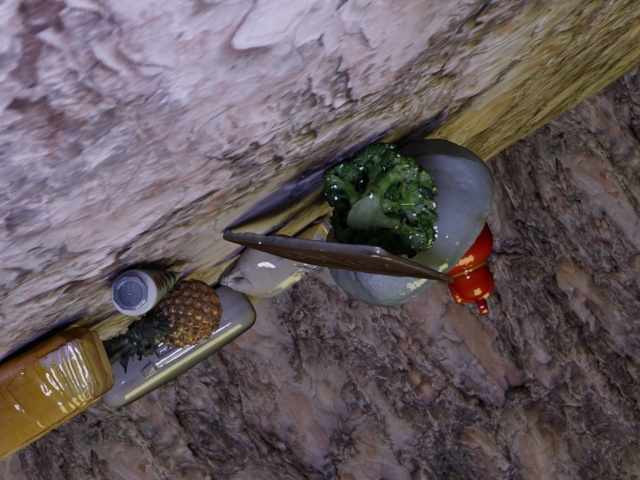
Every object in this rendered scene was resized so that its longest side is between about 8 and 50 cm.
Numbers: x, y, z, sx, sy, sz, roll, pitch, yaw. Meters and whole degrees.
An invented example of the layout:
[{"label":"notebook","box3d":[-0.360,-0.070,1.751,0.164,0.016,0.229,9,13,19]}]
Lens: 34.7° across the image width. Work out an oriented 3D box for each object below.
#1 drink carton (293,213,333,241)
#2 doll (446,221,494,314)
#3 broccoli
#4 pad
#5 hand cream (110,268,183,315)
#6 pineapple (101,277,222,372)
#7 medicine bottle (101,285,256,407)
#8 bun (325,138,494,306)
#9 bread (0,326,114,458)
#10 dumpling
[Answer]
[{"label":"drink carton","box3d":[0.000,0.000,2.195,0.200,0.084,0.074,-36,-175,29]},{"label":"doll","box3d":[0.278,-0.013,2.157,0.160,0.363,0.182,-22,178,12]},{"label":"broccoli","box3d":[0.091,-0.054,1.567,0.195,0.195,0.156,-34,-168,24]},{"label":"pad","box3d":[0.030,0.028,1.571,0.284,0.018,0.286,6,172,30]},{"label":"hand cream","box3d":[-0.244,0.069,1.419,0.095,0.059,0.276,-30,180,-2]},{"label":"pineapple","box3d":[-0.294,0.154,1.678,0.130,0.119,0.277,21,-147,35]},{"label":"medicine bottle","box3d":[-0.316,0.228,2.233,0.375,0.123,0.282,-31,177,-6]},{"label":"bun","box3d":[0.151,-0.047,1.830,0.354,0.194,0.354,-45,-164,16]},{"label":"bread","box3d":[-0.433,0.232,1.462,0.288,0.119,0.152,-32,179,9]},{"label":"dumpling","box3d":[-0.090,0.044,1.892,0.199,0.118,0.136,-6,-165,8]}]
